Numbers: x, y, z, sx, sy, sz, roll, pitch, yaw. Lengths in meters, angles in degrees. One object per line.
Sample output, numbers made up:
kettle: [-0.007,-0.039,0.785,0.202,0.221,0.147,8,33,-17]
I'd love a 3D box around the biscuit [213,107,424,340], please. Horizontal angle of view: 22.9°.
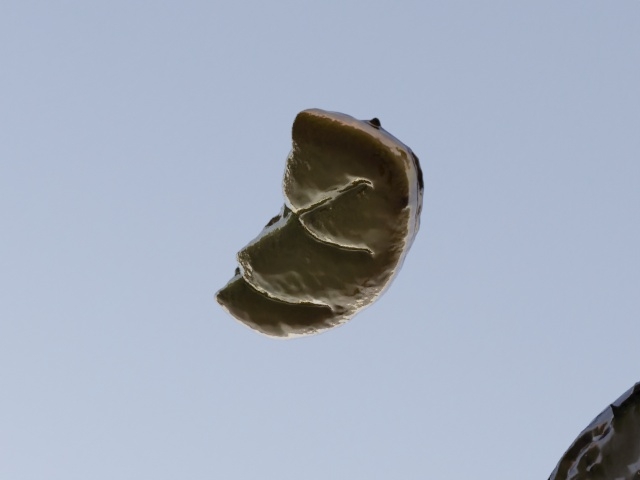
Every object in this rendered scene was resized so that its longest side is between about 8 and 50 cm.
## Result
biscuit: [0.003,0.003,1.531,0.154,0.045,0.299,32,-49,6]

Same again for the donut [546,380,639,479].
donut: [0.199,0.170,0.708,0.269,0.270,0.103,-37,-47,28]
